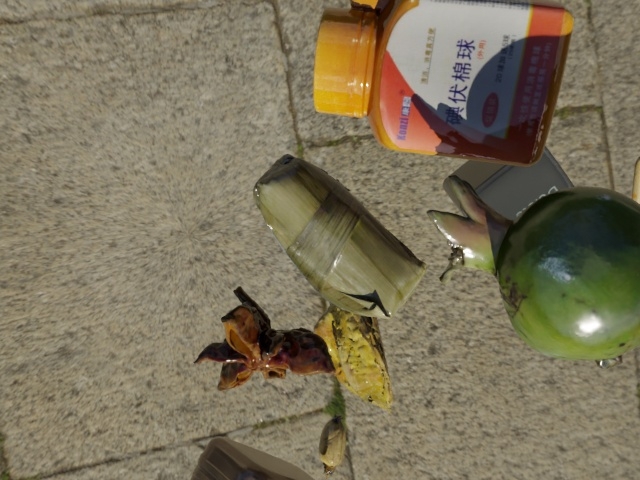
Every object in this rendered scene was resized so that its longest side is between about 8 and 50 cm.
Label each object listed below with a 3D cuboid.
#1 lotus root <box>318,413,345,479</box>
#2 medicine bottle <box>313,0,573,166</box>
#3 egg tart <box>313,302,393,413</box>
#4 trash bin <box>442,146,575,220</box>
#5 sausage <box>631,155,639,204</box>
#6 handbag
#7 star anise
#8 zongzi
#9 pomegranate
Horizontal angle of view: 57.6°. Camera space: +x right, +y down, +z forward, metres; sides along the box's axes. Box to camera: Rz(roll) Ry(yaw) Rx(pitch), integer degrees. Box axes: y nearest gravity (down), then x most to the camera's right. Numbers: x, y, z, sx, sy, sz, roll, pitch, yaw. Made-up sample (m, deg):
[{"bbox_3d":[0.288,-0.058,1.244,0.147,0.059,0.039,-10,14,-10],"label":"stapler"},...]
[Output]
[{"bbox_3d":[0.027,0.492,1.394,0.063,0.072,0.152,5,76,13],"label":"lotus root"},{"bbox_3d":[0.110,-0.162,0.566,0.222,0.112,0.150,8,113,7],"label":"medicine bottle"},{"bbox_3d":[0.062,0.210,1.156,0.132,0.297,0.297,-18,94,-6],"label":"egg tart"},{"bbox_3d":[0.320,-0.093,1.045,0.165,0.225,0.115,-39,100,10],"label":"trash bin"},{"bbox_3d":[0.460,-0.065,0.836,0.024,0.024,0.132,-28,130,-11],"label":"sausage"},{"bbox_3d":[-0.104,0.554,1.232,0.302,0.283,0.149,40,71,-37],"label":"handbag"},{"bbox_3d":[-0.073,0.155,0.838,0.196,0.212,0.111,13,49,1],"label":"star anise"},{"bbox_3d":[0.000,0.000,0.746,0.112,0.242,0.221,-45,97,-14],"label":"zongzi"},{"bbox_3d":[0.176,0.018,0.466,0.191,0.152,0.131,25,76,17],"label":"pomegranate"}]
